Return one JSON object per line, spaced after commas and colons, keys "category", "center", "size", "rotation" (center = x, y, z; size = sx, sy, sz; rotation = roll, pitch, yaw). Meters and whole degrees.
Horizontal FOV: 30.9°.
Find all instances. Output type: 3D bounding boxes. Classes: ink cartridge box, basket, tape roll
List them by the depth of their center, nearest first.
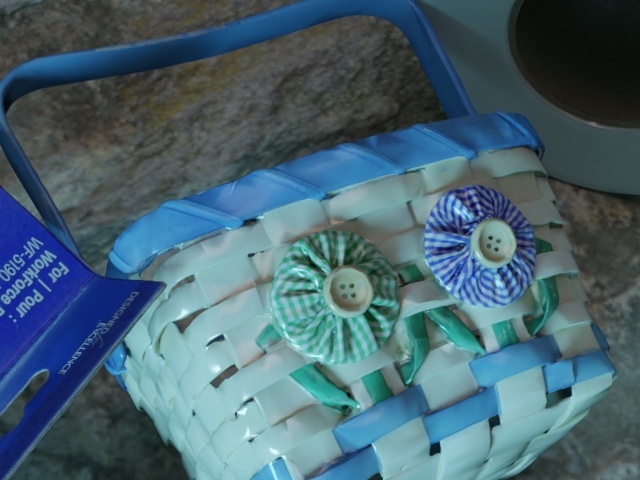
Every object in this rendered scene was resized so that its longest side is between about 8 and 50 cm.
{"category": "ink cartridge box", "center": [-0.234, 0.048, 0.526], "size": [0.333, 0.065, 0.165], "rotation": [1, 43, 41]}
{"category": "basket", "center": [0.000, 0.000, 0.595], "size": [0.255, 0.201, 0.289], "rotation": [-20, 64, -23]}
{"category": "tape roll", "center": [0.197, -0.170, 0.708], "size": [0.246, 0.246, 0.169], "rotation": [18, 56, 10]}
